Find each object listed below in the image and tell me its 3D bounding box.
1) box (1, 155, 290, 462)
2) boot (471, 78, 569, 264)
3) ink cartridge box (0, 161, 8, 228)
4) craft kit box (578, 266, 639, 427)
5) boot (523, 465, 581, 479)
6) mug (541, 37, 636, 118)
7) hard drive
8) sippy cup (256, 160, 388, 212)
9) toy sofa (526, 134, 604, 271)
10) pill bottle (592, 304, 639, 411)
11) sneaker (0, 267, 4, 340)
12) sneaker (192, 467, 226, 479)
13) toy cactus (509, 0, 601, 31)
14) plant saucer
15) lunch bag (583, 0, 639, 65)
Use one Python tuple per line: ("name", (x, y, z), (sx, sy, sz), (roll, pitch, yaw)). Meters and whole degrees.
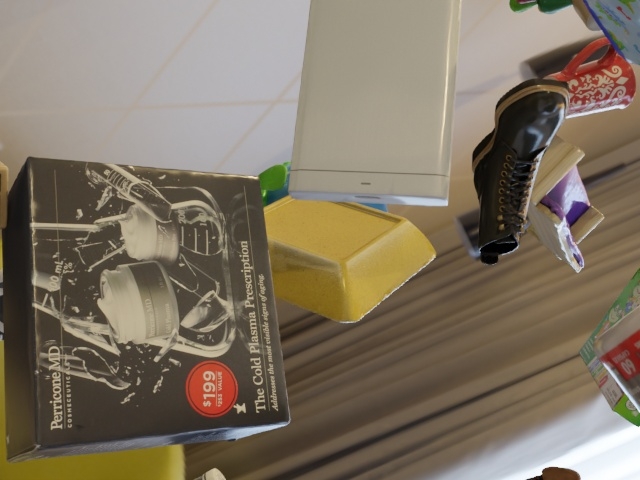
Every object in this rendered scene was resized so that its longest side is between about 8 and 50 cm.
("box", (-0.232, 0.092, 1.006), (0.179, 0.312, 0.343), (-33, -119, 54))
("boot", (0.216, -0.068, 0.835), (0.198, 0.076, 0.137), (97, -1, -66))
("ink cartridge box", (-0.528, -0.081, 0.994), (0.234, 0.193, 0.088), (27, -66, 49))
("craft kit box", (0.521, 0.135, 1.226), (0.061, 0.247, 0.250), (33, 13, -1))
("boot", (0.375, 0.376, 1.210), (0.087, 0.118, 0.042), (15, 63, -36))
("mug", (0.530, -0.322, 1.574), (0.113, 0.169, 0.150), (-167, -118, -69))
("hard drive", (0.086, -0.230, 1.167), (0.047, 0.233, 0.353), (54, 40, -71))
("sippy cup", (0.016, -0.075, 1.708), (0.305, 0.224, 0.240), (-23, 98, -44))
("toy sofa", (0.542, -0.082, 1.739), (0.177, 0.150, 0.362), (46, 3, 34))
("pill bottle", (0.405, 0.168, 0.722), (0.283, 0.161, 0.161), (56, 1, 20))
("sneaker", (-0.585, 0.164, 1.419), (0.153, 0.235, 0.094), (48, 3, -6))
("sneaker", (-0.193, 0.609, 1.481), (0.321, 0.127, 0.126), (61, -1, 33))
("toy cactus", (0.370, -0.367, 1.083), (0.112, 0.219, 0.181), (55, 26, -45))
("plant saucer", (0.000, 0.000, 1.405), (0.333, 0.332, 0.081), (-32, 132, -51))
("lunch bag", (0.353, -0.282, 0.862), (0.219, 0.090, 0.176), (43, 10, -27))
